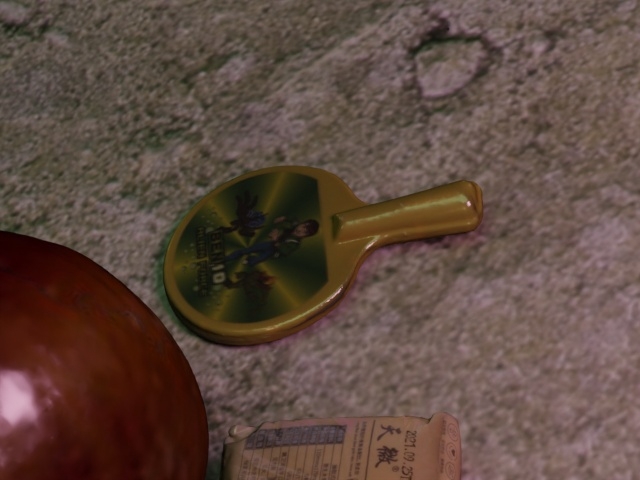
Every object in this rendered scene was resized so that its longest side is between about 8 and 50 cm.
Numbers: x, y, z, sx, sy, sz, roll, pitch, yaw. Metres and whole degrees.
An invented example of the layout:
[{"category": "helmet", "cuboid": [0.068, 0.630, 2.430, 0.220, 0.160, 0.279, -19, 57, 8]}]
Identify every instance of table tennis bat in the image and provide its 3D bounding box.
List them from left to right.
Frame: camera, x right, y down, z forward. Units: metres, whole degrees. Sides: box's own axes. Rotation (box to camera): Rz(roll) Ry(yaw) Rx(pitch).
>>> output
[{"category": "table tennis bat", "cuboid": [0.000, 0.000, 1.826, 0.321, 0.050, 0.198, -13, 51, 14]}]

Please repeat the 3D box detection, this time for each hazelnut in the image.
[{"category": "hazelnut", "cuboid": [-0.316, 0.198, 1.599, 0.402, 0.402, 0.429, 23, 62, 30]}]

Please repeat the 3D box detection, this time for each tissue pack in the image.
[{"category": "tissue pack", "cuboid": [0.006, 0.268, 1.582, 0.215, 0.123, 0.256, -3, 56, 14]}]
